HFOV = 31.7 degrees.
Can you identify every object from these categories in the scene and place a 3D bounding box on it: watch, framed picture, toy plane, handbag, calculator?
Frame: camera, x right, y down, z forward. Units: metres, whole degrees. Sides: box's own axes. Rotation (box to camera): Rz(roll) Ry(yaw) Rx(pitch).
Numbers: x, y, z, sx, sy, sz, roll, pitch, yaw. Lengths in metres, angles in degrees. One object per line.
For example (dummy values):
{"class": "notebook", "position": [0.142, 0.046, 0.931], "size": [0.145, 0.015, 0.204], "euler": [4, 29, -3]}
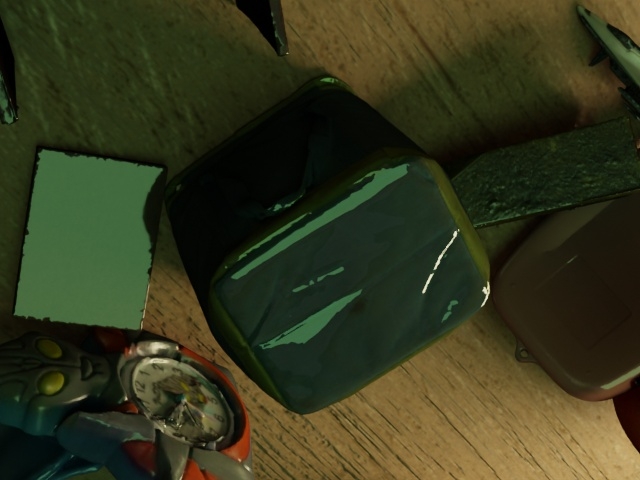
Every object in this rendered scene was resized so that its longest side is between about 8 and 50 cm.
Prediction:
{"class": "watch", "position": [-0.238, 0.239, 1.126], "size": [0.305, 0.241, 0.274], "euler": [19, 119, -23]}
{"class": "framed picture", "position": [-0.226, 0.000, 1.108], "size": [0.127, 0.023, 0.169], "euler": [8, 98, -19]}
{"class": "toy plane", "position": [0.350, -0.153, 1.189], "size": [0.234, 0.160, 0.082], "euler": [36, 131, 9]}
{"class": "handbag", "position": [0.000, 0.000, 1.074], "size": [0.263, 0.241, 0.222], "euler": [-35, 118, 2]}
{"class": "calculator", "position": [0.341, 0.026, 1.215], "size": [0.329, 0.220, 0.048], "euler": [-40, 158, 1]}

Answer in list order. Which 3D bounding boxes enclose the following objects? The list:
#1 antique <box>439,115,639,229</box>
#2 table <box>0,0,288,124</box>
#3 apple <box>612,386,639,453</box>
{"class": "antique", "position": [0.217, -0.063, 1.179], "size": [0.220, 0.081, 0.080], "euler": [-13, 86, -1]}
{"class": "table", "position": [-0.184, -0.281, 0.929], "size": [0.250, 0.196, 0.282], "euler": [-17, 119, -11]}
{"class": "apple", "position": [0.464, 0.176, 1.278], "size": [0.260, 0.260, 0.216], "euler": [-35, 99, 0]}
